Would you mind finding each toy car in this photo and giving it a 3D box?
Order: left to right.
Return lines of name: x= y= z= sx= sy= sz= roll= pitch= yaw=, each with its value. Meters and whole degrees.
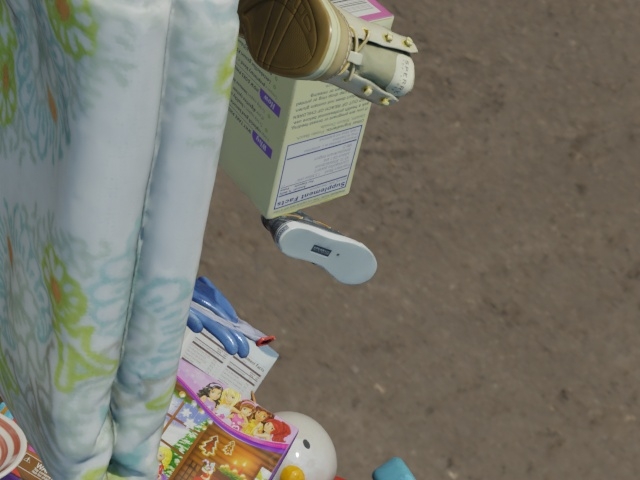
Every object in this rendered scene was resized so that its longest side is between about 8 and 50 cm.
toy car: x=-0.019 y=0.273 z=1.280 sx=0.219 sy=0.210 sz=0.238 roll=-33 pitch=99 yaw=-3

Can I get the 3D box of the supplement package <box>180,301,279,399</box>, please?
supplement package: x=-0.249 y=0.216 z=1.862 sx=0.263 sy=0.199 sz=0.198 roll=-57 pitch=136 yaw=-10

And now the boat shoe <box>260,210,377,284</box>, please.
boat shoe: x=0.000 y=0.000 z=1.681 sx=0.183 sy=0.083 sz=0.065 roll=25 pitch=107 yaw=-37

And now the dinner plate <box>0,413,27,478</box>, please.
dinner plate: x=-0.223 y=0.109 z=0.599 sx=0.141 sy=0.141 sz=0.017 roll=1 pitch=105 yaw=-29

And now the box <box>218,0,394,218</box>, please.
box: x=-0.050 y=-0.190 z=1.289 sx=0.117 sy=0.213 sz=0.243 roll=-18 pitch=140 yaw=-32

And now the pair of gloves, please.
pair of gloves: x=-0.127 y=0.069 z=1.278 sx=0.023 sy=0.159 sz=0.198 roll=-54 pitch=171 yaw=5

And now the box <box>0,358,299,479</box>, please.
box: x=-0.195 y=0.195 z=1.148 sx=0.201 sy=0.293 sz=0.057 roll=-56 pitch=172 yaw=-41

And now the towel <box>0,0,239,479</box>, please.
towel: x=-0.178 y=-0.066 z=0.699 sx=0.090 sy=0.320 sz=0.374 roll=-12 pitch=134 yaw=-31

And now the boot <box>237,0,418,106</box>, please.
boot: x=0.016 y=-0.157 z=0.964 sx=0.165 sy=0.213 sz=0.077 roll=20 pitch=101 yaw=-30
